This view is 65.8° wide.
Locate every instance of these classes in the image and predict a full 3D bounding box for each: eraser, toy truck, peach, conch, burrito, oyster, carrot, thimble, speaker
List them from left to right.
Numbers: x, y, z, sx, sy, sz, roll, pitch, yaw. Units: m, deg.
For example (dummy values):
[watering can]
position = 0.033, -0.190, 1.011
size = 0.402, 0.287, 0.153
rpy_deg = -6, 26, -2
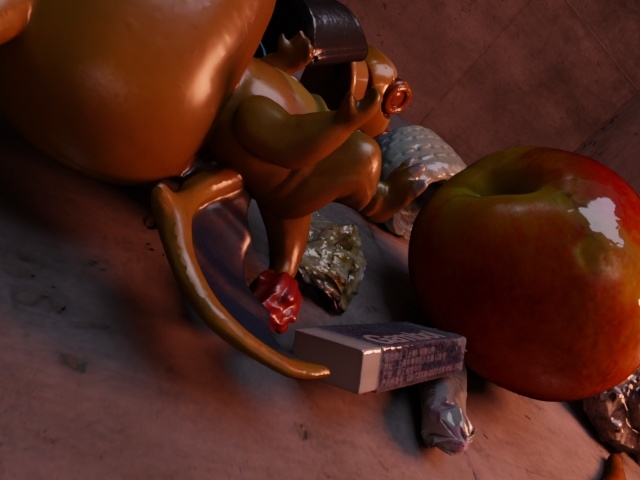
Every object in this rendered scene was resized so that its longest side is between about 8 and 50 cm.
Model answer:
[speaker]
position = -0.099, -0.471, 1.033
size = 0.388, 0.184, 0.180
rpy_deg = 21, 33, 38
[oyster]
position = 0.000, 0.000, 0.667
size = 0.191, 0.081, 0.163
rpy_deg = 47, 27, 21
[toy truck]
position = 0.078, -0.345, 1.202
size = 0.211, 0.288, 0.204
rpy_deg = -9, 50, -32
[eraser]
position = 0.070, 0.121, 0.536
size = 0.091, 0.046, 0.212
rpy_deg = 8, 0, 41
[thimble]
position = 0.207, -0.117, 1.049
size = 0.250, 0.205, 0.172
rpy_deg = 16, 34, -44
[burrito]
position = 0.151, 0.184, 0.605
size = 0.064, 0.064, 0.203
rpy_deg = 41, 20, -4
[peach]
position = 0.325, 0.058, 0.758
size = 0.388, 0.388, 0.388
rpy_deg = 35, 23, -17
[carrot]
position = 0.489, 0.392, 0.824
size = 0.037, 0.037, 0.190
rpy_deg = 53, 21, 26
[conch]
position = 0.640, 0.340, 0.998
size = 0.313, 0.186, 0.241
rpy_deg = 49, 43, -33

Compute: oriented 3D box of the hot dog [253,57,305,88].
[hot dog]
position = -0.093, -0.216, 0.848
size = 0.272, 0.122, 0.196
rpy_deg = 29, 36, -35

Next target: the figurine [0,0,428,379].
[figurine]
position = -0.100, -0.103, 0.437
size = 0.387, 0.268, 0.401
rpy_deg = 28, 29, -34

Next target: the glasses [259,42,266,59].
[glasses]
position = -0.134, -0.329, 0.985
size = 0.239, 0.102, 0.207
rpy_deg = 47, 7, -41
